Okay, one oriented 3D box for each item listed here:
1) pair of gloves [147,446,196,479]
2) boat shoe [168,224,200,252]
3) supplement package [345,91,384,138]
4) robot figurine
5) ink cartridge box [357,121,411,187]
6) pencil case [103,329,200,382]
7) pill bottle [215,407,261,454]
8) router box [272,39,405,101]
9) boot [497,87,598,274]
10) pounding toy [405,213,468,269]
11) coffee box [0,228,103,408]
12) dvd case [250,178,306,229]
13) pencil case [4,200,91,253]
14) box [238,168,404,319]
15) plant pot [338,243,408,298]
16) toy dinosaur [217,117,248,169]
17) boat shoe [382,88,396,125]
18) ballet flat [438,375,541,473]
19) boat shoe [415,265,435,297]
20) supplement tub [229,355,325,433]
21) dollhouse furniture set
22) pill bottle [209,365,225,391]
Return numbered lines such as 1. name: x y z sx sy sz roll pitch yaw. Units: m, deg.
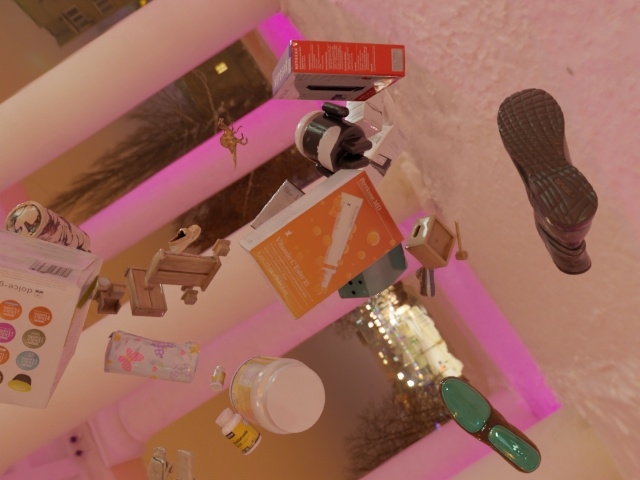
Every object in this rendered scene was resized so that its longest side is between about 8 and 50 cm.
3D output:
1. pair of gloves: -0.509 0.827 1.734 0.042 0.239 0.205 10 -107 -55
2. boat shoe: -0.523 -0.018 1.930 0.170 0.062 0.059 -59 -40 -48
3. supplement package: 0.166 -0.487 1.881 0.105 0.105 0.180 25 -120 -35
4. robot figurine: 0.042 -0.325 1.661 0.278 0.209 0.173 33 180 36
5. ink cartridge box: 0.217 -0.440 2.539 0.166 0.395 0.285 33 -176 -47
6. pencil case: -0.498 0.347 1.491 0.113 0.272 0.124 161 120 -67
7. pill bottle: -0.213 0.489 1.288 0.116 0.065 0.065 46 -178 -6
8. router box: 0.035 -0.465 1.404 0.335 0.300 0.082 -161 69 -76
9. boot: 0.435 -0.113 0.983 0.223 0.118 0.339 50 -148 -54
10. pounding toy: 0.396 0.009 1.666 0.206 0.181 0.094 41 148 -24
11. coffee box: -0.814 0.188 1.317 0.337 0.335 0.338 17 -173 -18
12. dvd case: -0.148 -0.105 2.106 0.180 0.253 0.022 38 -177 -10
13. pencil case: -1.084 -0.016 2.011 0.410 0.159 0.184 86 174 -74
14. box: 0.000 0.000 1.277 0.215 0.345 0.168 57 169 -17
15. plant pot: 0.137 0.073 1.538 0.234 0.165 0.166 -43 -61 -51
16. toy dinosaur: -0.308 -0.349 1.766 0.053 0.092 0.183 30 140 60
17. boat shoe: 0.218 -0.584 2.023 0.098 0.096 0.277 0 119 57
18. ballet flat: 0.483 0.529 1.461 0.342 0.116 0.124 38 177 14
19. boat shoe: 0.414 0.135 1.994 0.066 0.066 0.184 -1 -91 -55
20. supplement tub: -0.151 0.520 1.706 0.241 0.241 0.331 58 151 -8
21. dollhouse furniture set: -0.505 0.062 1.566 0.303 0.356 0.174 10 -140 -40
22. pill bottle: -0.338 0.456 1.658 0.043 0.043 0.083 58 -163 -28
